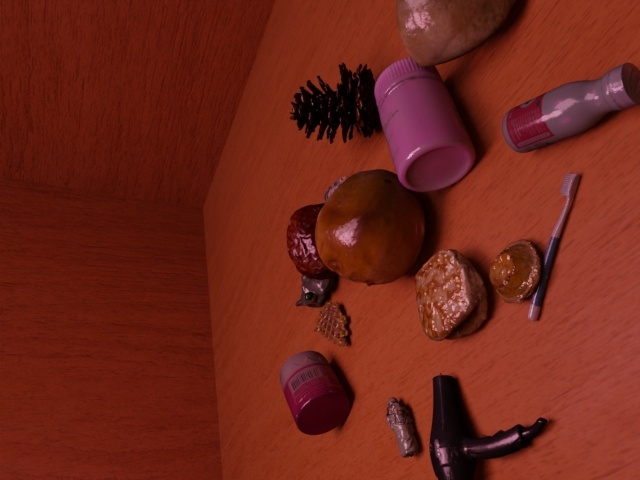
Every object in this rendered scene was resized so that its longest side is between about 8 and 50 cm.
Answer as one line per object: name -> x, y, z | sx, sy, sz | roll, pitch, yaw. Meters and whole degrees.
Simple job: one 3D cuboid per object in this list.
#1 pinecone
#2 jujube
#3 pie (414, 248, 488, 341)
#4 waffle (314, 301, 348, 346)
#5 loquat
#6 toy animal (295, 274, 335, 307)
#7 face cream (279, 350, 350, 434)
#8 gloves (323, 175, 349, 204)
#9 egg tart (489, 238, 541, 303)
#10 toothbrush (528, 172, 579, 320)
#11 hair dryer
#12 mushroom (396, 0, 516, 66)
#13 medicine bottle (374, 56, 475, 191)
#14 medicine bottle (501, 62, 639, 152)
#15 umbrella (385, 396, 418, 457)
pinecone -> 0.042, -0.416, 1.409 | 0.246, 0.292, 0.246 | -6, -90, -78
jujube -> 0.000, 0.000, 1.454 | 0.213, 0.212, 0.232 | -50, 49, 47
pie -> 0.278, 0.123, 1.006 | 0.205, 0.084, 0.179 | 122, 146, -43
waffle -> 0.034, 0.283, 1.495 | 0.192, 0.046, 0.161 | -44, 45, 52
loquat -> 0.130, -0.028, 1.166 | 0.276, 0.276, 0.284 | -24, 43, 60
toy animal -> -0.016, 0.175, 1.589 | 0.138, 0.108, 0.236 | -49, -17, -31
face cream -> -0.022, 0.464, 1.412 | 0.195, 0.175, 0.175 | 55, 131, 55
gloves -> 0.051, -0.147, 1.545 | 0.153, 0.070, 0.114 | 133, 137, -52
egg tart -> 0.363, 0.056, 0.879 | 0.129, 0.049, 0.129 | -169, 90, -76
toothbrush -> 0.417, 0.014, 0.831 | 0.025, 0.019, 0.276 | -146, 67, -67
hair dryer -> 0.326, 0.359, 0.894 | 0.271, 0.091, 0.236 | -33, 43, 42
mushroom -> 0.301, -0.562, 0.989 | 0.217, 0.212, 0.292 | 0, 55, 51
medicine bottle -> 0.238, -0.276, 1.090 | 0.178, 0.178, 0.291 | -52, 39, 46
medicine bottle -> 0.428, -0.225, 0.793 | 0.216, 0.090, 0.090 | -17, 68, 60
umbrella -> 0.197, 0.450, 1.117 | 0.067, 0.062, 0.143 | 81, 173, -48
